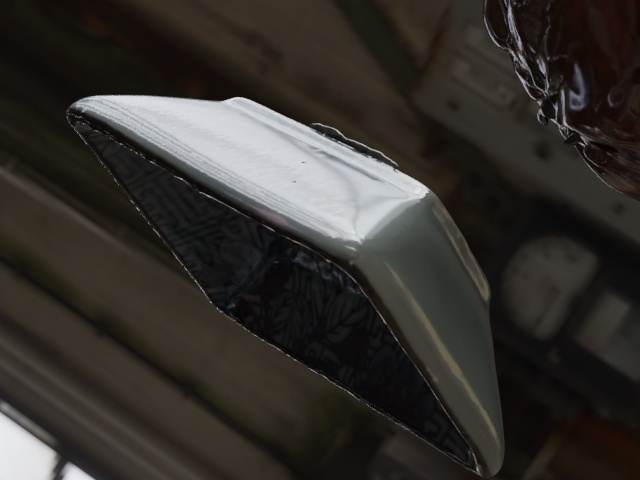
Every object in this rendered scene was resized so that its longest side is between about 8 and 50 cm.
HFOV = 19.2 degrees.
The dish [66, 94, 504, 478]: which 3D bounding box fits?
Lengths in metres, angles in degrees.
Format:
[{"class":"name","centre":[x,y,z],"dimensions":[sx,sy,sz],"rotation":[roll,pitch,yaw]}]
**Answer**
[{"class":"dish","centre":[0.000,0.000,0.958],"dimensions":[0.080,0.243,0.182],"rotation":[-48,-46,-14]}]

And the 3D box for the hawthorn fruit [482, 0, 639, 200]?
[{"class":"hawthorn fruit","centre":[0.283,-0.190,1.419],"dimensions":[0.325,0.308,0.308],"rotation":[-57,-11,1]}]
